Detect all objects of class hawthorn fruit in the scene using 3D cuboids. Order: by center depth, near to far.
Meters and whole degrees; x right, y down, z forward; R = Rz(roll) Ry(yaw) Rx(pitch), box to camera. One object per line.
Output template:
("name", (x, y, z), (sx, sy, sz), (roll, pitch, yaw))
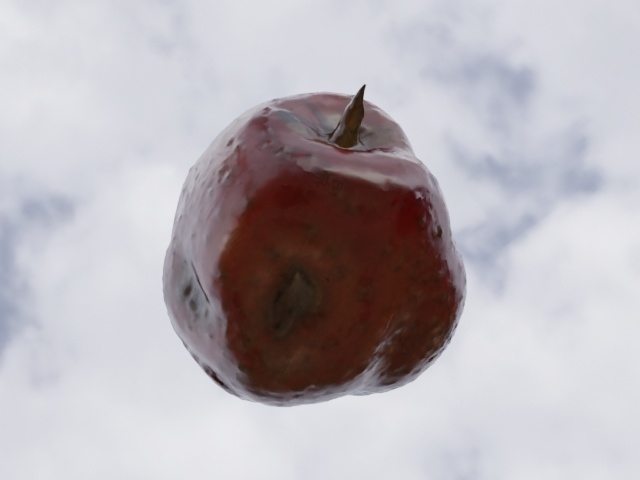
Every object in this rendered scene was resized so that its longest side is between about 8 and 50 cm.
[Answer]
("hawthorn fruit", (0.000, 0.000, 0.503), (0.093, 0.093, 0.093), (-7, -60, -13))
